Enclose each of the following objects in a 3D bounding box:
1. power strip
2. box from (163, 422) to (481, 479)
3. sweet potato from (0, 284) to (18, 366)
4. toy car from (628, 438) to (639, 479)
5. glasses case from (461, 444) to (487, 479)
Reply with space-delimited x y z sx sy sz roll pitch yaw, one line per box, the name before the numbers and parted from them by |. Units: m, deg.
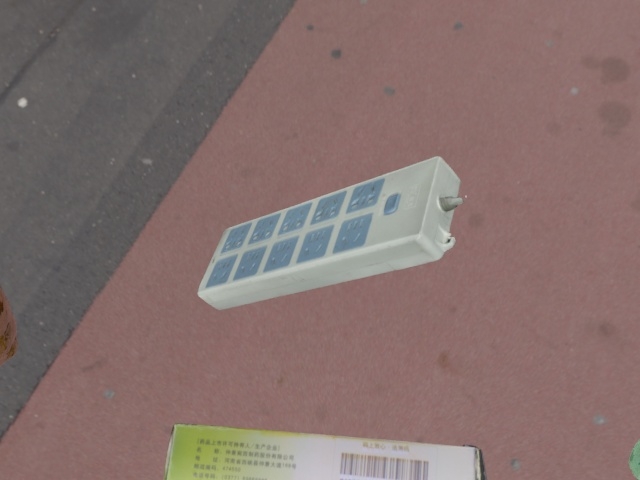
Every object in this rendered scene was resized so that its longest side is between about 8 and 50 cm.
power strip | 0.000 0.000 0.755 0.367 0.043 0.106 -16 44 41
box | 0.006 0.220 0.647 0.260 0.175 0.062 4 69 6
sweet potato | -0.191 0.026 0.304 0.106 0.354 0.095 22 62 -12
toy car | 0.488 0.256 0.907 0.186 0.093 0.058 -31 109 -6
glasses case | 0.165 0.323 0.746 0.042 0.072 0.191 8 44 -8
